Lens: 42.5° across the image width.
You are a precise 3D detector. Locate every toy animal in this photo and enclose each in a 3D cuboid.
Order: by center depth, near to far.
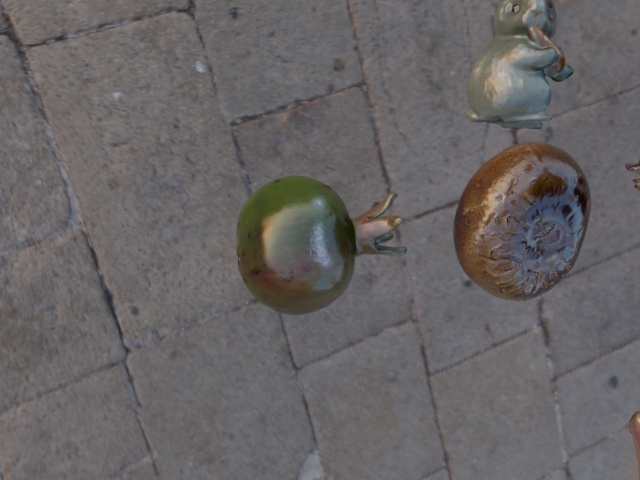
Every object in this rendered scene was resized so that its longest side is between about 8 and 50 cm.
[{"bbox_3d":[0.259,-0.262,1.073,0.138,0.108,0.236,-1,99,6],"label":"toy animal"}]

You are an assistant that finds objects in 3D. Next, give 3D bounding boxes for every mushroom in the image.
[{"bbox_3d":[0.371,-0.030,1.477,0.278,0.163,0.297,-18,122,-30],"label":"mushroom"}]

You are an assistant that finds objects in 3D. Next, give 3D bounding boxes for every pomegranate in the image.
[{"bbox_3d":[0.000,0.000,1.075,0.224,0.181,0.182,-11,107,-6],"label":"pomegranate"}]

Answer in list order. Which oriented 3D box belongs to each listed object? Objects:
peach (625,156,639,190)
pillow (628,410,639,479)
[{"bbox_3d":[0.602,-0.127,1.083,0.416,0.339,0.353,-47,150,-45],"label":"peach"},{"bbox_3d":[0.333,0.239,0.577,0.084,0.236,0.223,-32,116,-41],"label":"pillow"}]
